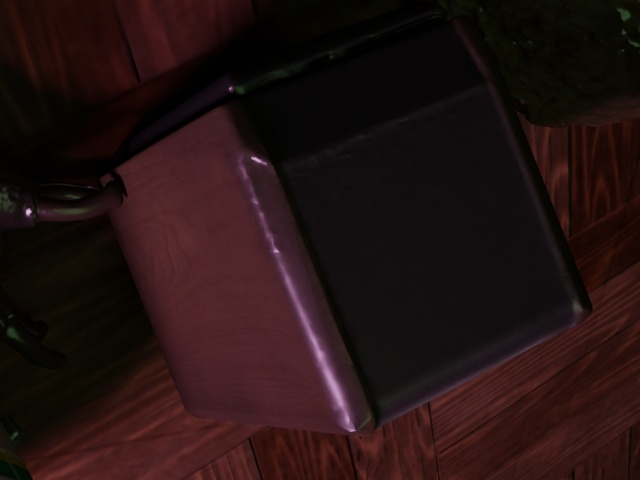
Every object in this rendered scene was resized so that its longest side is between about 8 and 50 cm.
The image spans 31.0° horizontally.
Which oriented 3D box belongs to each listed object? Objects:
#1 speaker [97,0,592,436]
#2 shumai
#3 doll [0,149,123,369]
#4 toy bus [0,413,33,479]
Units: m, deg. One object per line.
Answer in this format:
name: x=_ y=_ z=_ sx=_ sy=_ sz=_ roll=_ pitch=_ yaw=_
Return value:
speaker: x=0.000 y=0.000 z=0.627 sx=0.153 sy=0.231 sz=0.192 roll=-23 pitch=93 yaw=-25
shumai: x=0.161 y=-0.182 z=0.738 sx=0.175 sy=0.166 sz=0.206 roll=-59 pitch=143 yaw=-22
doll: x=-0.197 y=-0.003 z=0.625 sx=0.165 sy=0.057 sz=0.139 roll=13 pitch=112 yaw=-35
toy bus: x=-0.270 y=0.139 z=0.585 sx=0.133 sy=0.165 sz=0.276 roll=-53 pitch=138 yaw=4
